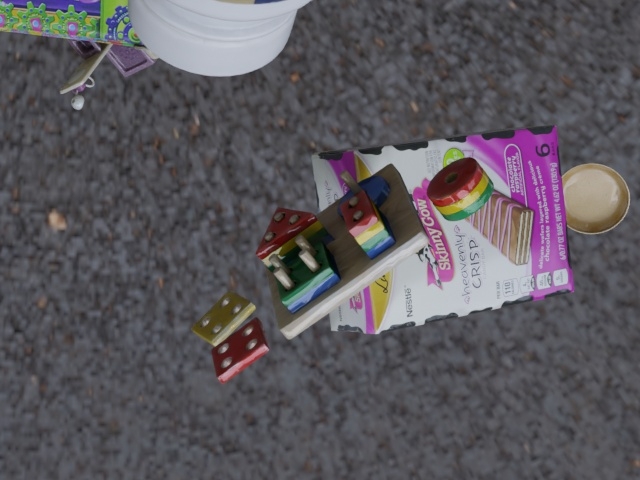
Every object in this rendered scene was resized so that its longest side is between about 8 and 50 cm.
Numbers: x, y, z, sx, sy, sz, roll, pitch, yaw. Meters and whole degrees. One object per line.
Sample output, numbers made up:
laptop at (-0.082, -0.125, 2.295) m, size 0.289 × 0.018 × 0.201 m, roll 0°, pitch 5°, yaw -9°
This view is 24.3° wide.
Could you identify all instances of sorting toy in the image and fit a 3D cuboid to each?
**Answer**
sorting toy at (0.000, 0.000, 1.158) m, size 0.274 × 0.132 × 0.046 m, roll -35°, pitch 116°, yaw 10°

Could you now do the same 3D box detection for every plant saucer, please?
plant saucer at (0.300, -0.048, 1.644) m, size 0.083 × 0.015 × 0.083 m, roll 4°, pitch 113°, yaw 9°

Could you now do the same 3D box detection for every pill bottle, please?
pill bottle at (-0.037, -0.166, 0.675) m, size 0.112 × 0.112 × 0.187 m, roll 4°, pitch 144°, yaw -11°

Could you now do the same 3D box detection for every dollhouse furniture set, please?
dollhouse furniture set at (-0.148, -0.148, 1.072) m, size 0.114 × 0.081 × 0.091 m, roll -18°, pitch 121°, yaw 39°

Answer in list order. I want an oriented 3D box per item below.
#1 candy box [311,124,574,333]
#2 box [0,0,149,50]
candy box at (0.113, -0.014, 1.317) m, size 0.233 × 0.071 × 0.159 m, roll -10°, pitch 95°, yaw -33°
box at (-0.194, -0.281, 0.928) m, size 0.290 × 0.177 × 0.279 m, roll 9°, pitch 107°, yaw 16°
